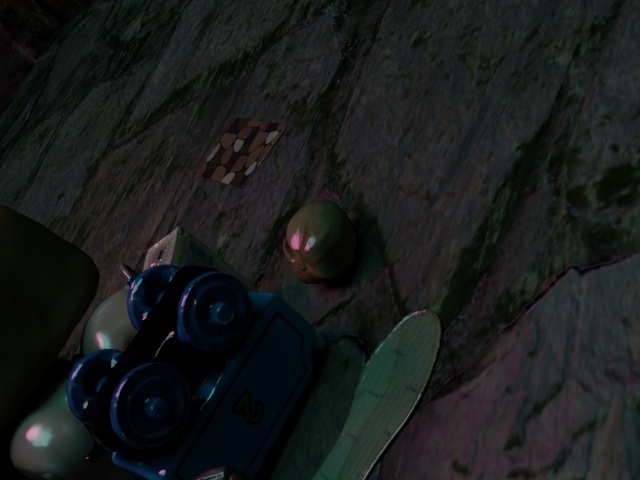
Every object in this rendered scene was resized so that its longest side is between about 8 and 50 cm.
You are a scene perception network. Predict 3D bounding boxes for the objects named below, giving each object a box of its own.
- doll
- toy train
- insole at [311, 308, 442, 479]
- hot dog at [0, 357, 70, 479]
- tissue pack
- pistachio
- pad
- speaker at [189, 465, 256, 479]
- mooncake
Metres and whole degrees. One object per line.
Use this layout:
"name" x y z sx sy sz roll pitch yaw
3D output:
"doll" -0.325 0.248 1.368 0.370 0.215 0.226 -55 31 -10
"toy train" -0.167 0.193 1.172 0.188 0.265 0.300 2 54 51
"insole" 0.054 0.234 1.092 0.119 0.009 0.348 14 69 56
"hot dog" -0.497 0.342 1.538 0.196 0.122 0.272 1 60 26
"tissue pack" -0.181 0.096 1.352 0.092 0.196 0.148 -35 31 27
"pistachio" 0.000 0.000 1.324 0.113 0.113 0.149 -25 33 36
"pad" -0.168 -0.185 1.824 0.158 0.003 0.235 -56 32 -9
"speaker" -0.082 0.365 0.912 0.193 0.231 0.153 -32 36 27
"mooncake" -0.584 0.153 1.440 0.467 0.262 0.467 -42 19 18
